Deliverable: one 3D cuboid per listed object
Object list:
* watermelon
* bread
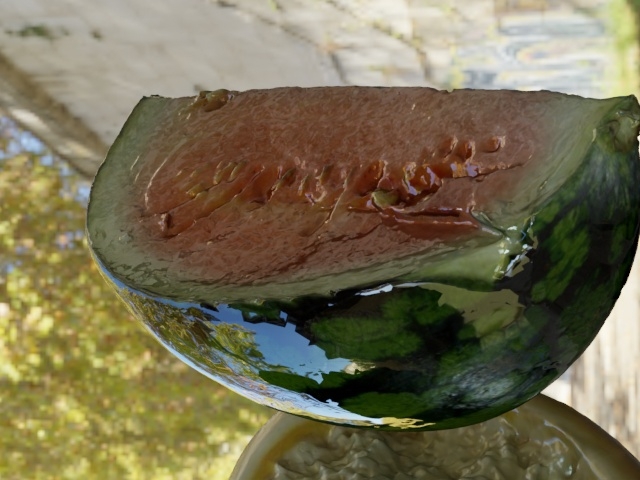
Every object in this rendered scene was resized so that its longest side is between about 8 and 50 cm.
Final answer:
[{"bbox_3d":[-0.020,0.011,0.547,0.128,0.303,0.159,-5,-81,-43],"label":"watermelon"},{"bbox_3d":[0.110,0.293,1.119,0.329,0.424,0.245,-31,-54,-47],"label":"bread"}]
